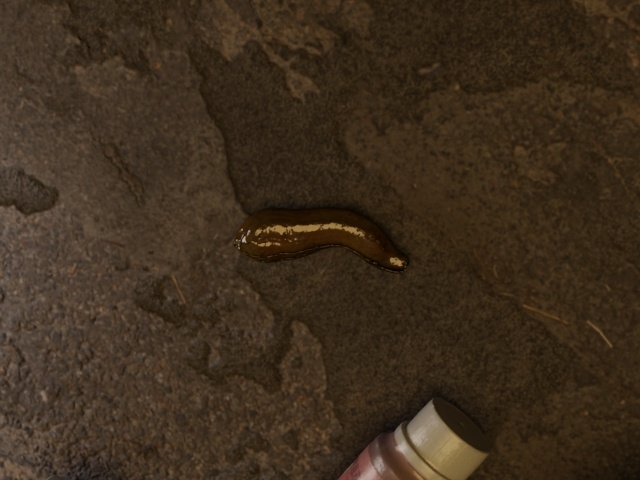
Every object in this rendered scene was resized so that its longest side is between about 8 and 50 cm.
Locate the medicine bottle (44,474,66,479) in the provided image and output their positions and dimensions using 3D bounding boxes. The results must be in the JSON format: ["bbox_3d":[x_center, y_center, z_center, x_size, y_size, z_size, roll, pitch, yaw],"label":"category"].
[{"bbox_3d":[-0.254,0.497,1.375,0.384,0.224,0.224,32,103,2],"label":"medicine bottle"}]

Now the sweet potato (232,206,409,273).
[{"bbox_3d":[0.002,-0.005,1.330,0.233,0.062,0.081,5,116,6],"label":"sweet potato"}]

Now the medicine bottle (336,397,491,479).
[{"bbox_3d":[0.104,0.326,1.326,0.147,0.147,0.247,40,104,2],"label":"medicine bottle"}]
